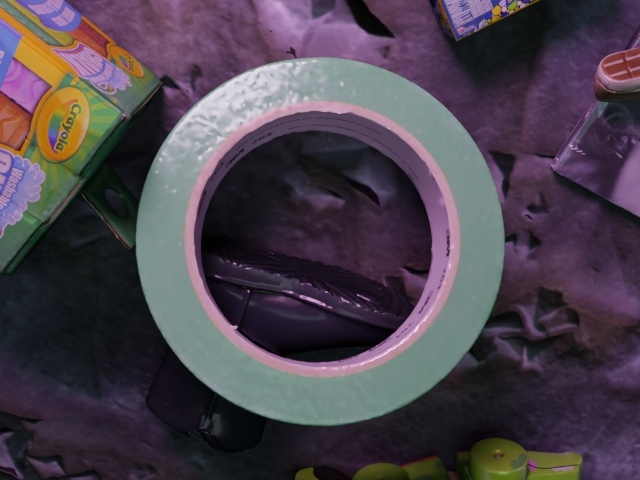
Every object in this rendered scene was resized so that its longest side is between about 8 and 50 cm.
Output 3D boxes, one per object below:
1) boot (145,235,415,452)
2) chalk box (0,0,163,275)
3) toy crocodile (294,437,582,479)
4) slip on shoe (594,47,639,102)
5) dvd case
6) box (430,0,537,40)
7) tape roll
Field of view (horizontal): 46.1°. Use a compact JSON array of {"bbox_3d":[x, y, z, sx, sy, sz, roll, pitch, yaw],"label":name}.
[{"bbox_3d":[-0.043,0.124,0.785,0.246,0.094,0.207,15,107,-5],"label":"boot"},{"bbox_3d":[-0.260,-0.108,0.642,0.289,0.180,0.179,38,104,-17],"label":"chalk box"},{"bbox_3d":[0.136,0.293,0.866,0.340,0.105,0.115,-9,111,-5],"label":"toy crocodile"},{"bbox_3d":[0.326,-0.161,0.713,0.135,0.051,0.041,-17,149,-4],"label":"slip on shoe"},{"bbox_3d":[0.371,-0.095,0.769,0.221,0.018,0.164,25,107,-12],"label":"dvd case"},{"bbox_3d":[0.183,-0.245,0.679,0.169,0.059,0.054,-25,111,6],"label":"box"},{"bbox_3d":[0.000,0.000,0.681,0.321,0.077,0.321,0,85,-4],"label":"tape roll"}]
